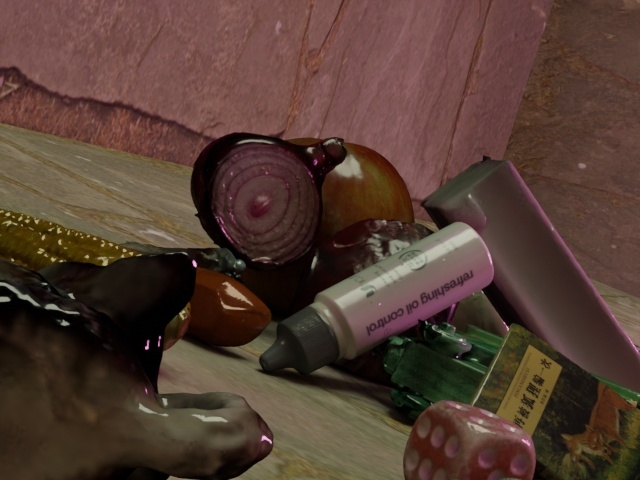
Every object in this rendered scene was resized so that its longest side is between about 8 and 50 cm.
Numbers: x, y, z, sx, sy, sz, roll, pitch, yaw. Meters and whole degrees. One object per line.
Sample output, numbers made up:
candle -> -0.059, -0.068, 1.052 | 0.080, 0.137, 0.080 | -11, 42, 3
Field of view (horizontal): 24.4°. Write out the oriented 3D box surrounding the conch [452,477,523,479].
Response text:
conch -> 0.155, 0.243, 1.307 | 0.085, 0.056, 0.076 | -1, 21, 19

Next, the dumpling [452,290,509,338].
dumpling -> 0.257, 0.128, 2.241 | 0.166, 0.126, 0.216 | 25, -5, -28

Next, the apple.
apple -> 0.000, 0.000, 2.151 | 0.302, 0.301, 0.301 | 17, 7, -2

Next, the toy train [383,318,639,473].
toy train -> 0.218, 0.183, 1.704 | 0.301, 0.120, 0.202 | 21, 5, 37

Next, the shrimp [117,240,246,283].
shrimp -> -0.191, 0.031, 1.938 | 0.164, 0.062, 0.317 | 14, -7, -24

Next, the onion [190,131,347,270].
onion -> -0.063, -0.073, 1.949 | 0.195, 0.218, 0.140 | 54, -12, -15

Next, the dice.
dice -> 0.139, 0.208, 1.387 | 0.091, 0.094, 0.093 | 17, 5, -31

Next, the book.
book -> 0.262, 0.197, 1.505 | 0.228, 0.024, 0.160 | 36, 40, 0

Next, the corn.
corn -> -0.300, 0.036, 1.597 | 0.363, 0.120, 0.120 | 18, 7, 20

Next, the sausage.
sausage -> -0.142, 0.077, 1.788 | 0.179, 0.089, 0.089 | 15, 4, 38

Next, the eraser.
eraser -> 0.292, 0.064, 2.019 | 0.359, 0.122, 0.272 | 54, 1, -5

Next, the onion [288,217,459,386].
onion -> 0.072, 0.067, 1.941 | 0.206, 0.206, 0.216 | 20, 1, -7

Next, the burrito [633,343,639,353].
burrito -> 0.488, 0.212, 2.218 | 0.446, 0.101, 0.139 | 21, 5, 23

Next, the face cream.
face cream -> 0.061, 0.079, 1.773 | 0.311, 0.092, 0.092 | -26, 26, -21

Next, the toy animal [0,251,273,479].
toy animal -> -0.187, 0.097, 1.106 | 0.303, 0.194, 0.344 | 11, 10, -5
